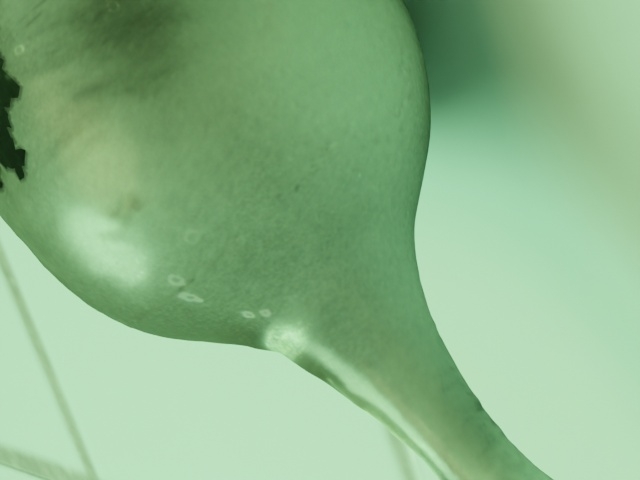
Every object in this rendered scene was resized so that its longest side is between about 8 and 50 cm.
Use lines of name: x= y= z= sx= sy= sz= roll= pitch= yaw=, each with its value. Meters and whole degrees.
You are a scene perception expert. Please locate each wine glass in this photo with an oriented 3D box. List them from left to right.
wine glass: x=0.000 y=0.000 z=0.555 sx=0.321 sy=0.143 sz=0.143 roll=51 pitch=148 yaw=14
